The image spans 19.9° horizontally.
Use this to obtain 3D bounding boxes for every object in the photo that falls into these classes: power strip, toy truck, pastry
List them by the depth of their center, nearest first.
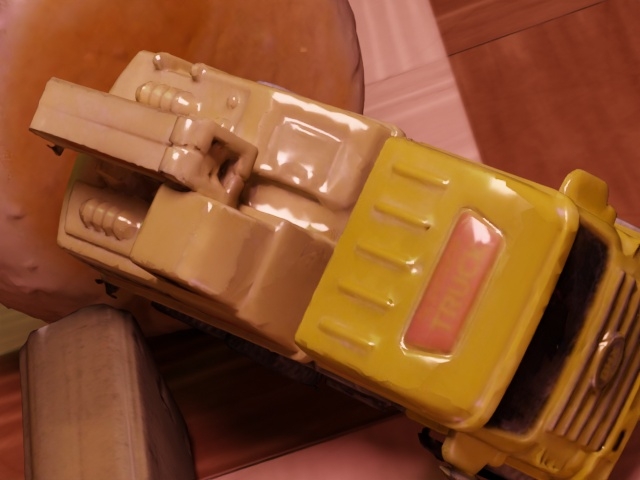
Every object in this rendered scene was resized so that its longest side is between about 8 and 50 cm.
[{"bbox_3d":[-0.081,0.136,0.720,0.066,0.092,0.387,-19,30,1],"label":"power strip"},{"bbox_3d":[0.000,0.000,0.748,0.272,0.157,0.124,23,88,39],"label":"toy truck"},{"bbox_3d":[-0.098,-0.070,0.919,0.265,0.264,0.133,-37,35,-23],"label":"pastry"}]
